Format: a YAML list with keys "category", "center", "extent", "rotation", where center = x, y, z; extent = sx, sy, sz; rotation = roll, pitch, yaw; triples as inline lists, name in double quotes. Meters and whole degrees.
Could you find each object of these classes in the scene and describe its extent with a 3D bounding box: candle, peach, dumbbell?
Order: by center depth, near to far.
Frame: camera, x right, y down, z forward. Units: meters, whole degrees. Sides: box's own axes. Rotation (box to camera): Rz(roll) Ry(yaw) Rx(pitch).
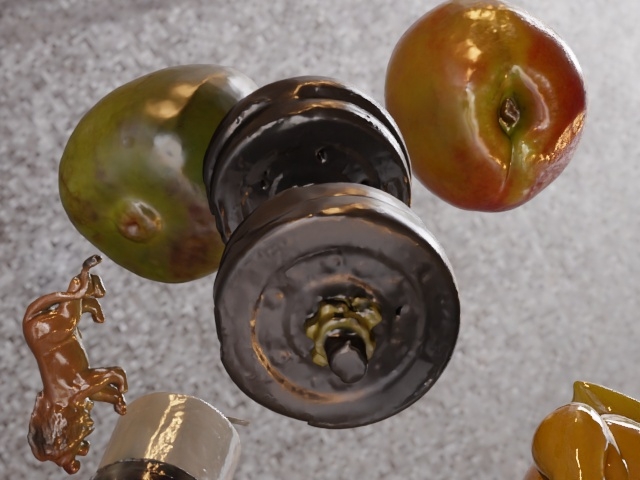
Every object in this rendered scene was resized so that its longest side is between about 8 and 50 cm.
- category: "dumbbell"
  center: [0.000, 0.000, 1.221]
  extent: [0.185, 0.185, 0.388]
  rotation: [47, 13, -24]
- category: "peach"
  center: [0.228, -0.198, 2.216]
  extent: [0.308, 0.308, 0.332]
  rotation: [47, -7, -24]
- category: "candle"
  center: [-0.247, 0.373, 2.421]
  extent: [0.221, 0.221, 0.342]
  rotation: [49, 28, -21]

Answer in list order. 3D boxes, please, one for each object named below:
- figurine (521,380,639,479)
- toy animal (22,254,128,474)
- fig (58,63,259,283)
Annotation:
- category: "figurine"
  center: [0.179, 0.204, 1.010]
  extent: [0.228, 0.215, 0.215]
  rotation: [-13, 73, -40]
- category: "toy animal"
  center: [-0.364, 0.183, 2.202]
  extent: [0.097, 0.157, 0.312]
  rotation: [18, -58, 65]
- category: "fig"
  center: [-0.134, -0.078, 1.474]
  extent: [0.203, 0.203, 0.225]
  rotation: [48, 41, -23]
